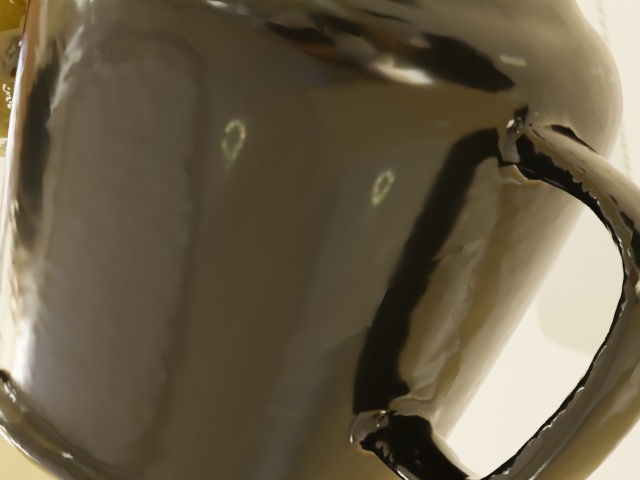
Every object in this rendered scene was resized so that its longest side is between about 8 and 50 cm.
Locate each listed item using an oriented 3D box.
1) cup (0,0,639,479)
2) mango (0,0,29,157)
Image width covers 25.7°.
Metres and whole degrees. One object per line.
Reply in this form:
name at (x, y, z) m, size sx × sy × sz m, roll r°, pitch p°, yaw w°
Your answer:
cup at (0.000, 0.000, 0.393) m, size 0.223 × 0.169 × 0.176 m, roll 40°, pitch -65°, yaw 45°
mango at (-0.137, -0.108, 0.709) m, size 0.098 × 0.195 × 0.137 m, roll 22°, pitch -78°, yaw 17°
